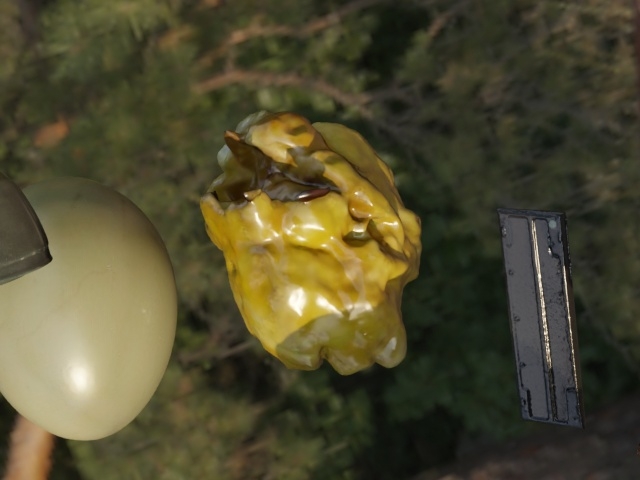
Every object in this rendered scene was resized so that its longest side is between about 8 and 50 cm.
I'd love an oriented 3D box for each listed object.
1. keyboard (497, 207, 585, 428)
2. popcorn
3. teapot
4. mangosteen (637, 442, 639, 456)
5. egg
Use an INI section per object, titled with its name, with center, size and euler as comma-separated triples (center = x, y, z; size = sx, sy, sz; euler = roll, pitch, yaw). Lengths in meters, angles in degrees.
[keyboard]
center = 0.187, 0.067, 1.296
size = 0.064, 0.010, 0.198
euler = 5, 114, 33
[popcorn]
center = -0.002, -0.002, 1.395
size = 0.253, 0.190, 0.191
euler = 65, 166, -5
[teapot]
center = -0.250, -0.010, 1.044
size = 0.092, 0.124, 0.090
euler = -51, -52, -76
[mangosteen]
center = 0.344, 0.156, 1.015
size = 0.287, 0.288, 0.233
euler = 54, 148, 38
[egg]
center = -0.221, 0.059, 1.388
size = 0.186, 0.186, 0.241
euler = 108, 154, -63
